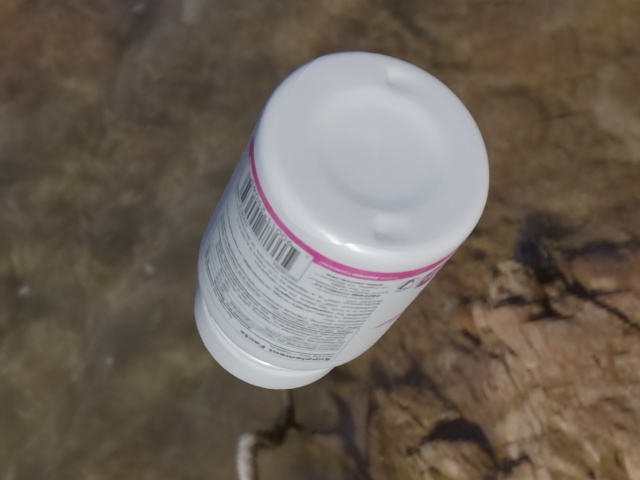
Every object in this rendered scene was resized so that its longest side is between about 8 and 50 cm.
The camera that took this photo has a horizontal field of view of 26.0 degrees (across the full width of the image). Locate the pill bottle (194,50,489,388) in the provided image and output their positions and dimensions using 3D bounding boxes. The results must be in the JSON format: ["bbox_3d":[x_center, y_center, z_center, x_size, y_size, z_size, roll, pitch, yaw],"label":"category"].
[{"bbox_3d":[0.000,0.000,1.013,0.160,0.283,0.160,7,64,-15],"label":"pill bottle"}]
